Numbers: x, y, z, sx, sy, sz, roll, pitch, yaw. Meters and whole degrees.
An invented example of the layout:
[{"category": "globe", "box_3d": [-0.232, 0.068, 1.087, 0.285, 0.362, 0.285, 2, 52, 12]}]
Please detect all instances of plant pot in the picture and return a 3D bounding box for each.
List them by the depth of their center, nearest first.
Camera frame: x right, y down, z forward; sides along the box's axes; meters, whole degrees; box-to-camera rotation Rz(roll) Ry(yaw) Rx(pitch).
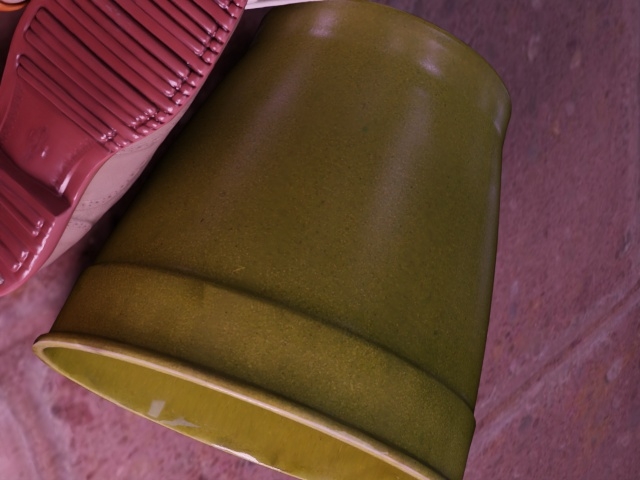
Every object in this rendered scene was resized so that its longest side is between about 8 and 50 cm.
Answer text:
[{"category": "plant pot", "box_3d": [0.000, 0.000, 1.013, 0.366, 0.366, 0.353, 40, 65, -49]}]

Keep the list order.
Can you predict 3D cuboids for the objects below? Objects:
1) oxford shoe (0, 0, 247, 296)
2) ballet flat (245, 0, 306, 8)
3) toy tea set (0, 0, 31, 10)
[{"category": "oxford shoe", "box_3d": [-0.156, -0.109, 0.870, 0.348, 0.123, 0.130, -44, 178, 24]}, {"category": "ballet flat", "box_3d": [-0.024, -0.229, 0.899, 0.400, 0.139, 0.139, -7, 115, -18]}, {"category": "toy tea set", "box_3d": [-0.255, -0.221, 0.702, 0.336, 0.124, 0.200, -39, 139, -58]}]
